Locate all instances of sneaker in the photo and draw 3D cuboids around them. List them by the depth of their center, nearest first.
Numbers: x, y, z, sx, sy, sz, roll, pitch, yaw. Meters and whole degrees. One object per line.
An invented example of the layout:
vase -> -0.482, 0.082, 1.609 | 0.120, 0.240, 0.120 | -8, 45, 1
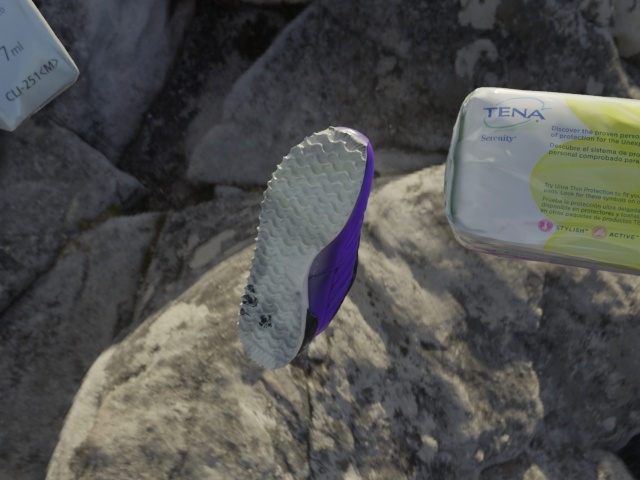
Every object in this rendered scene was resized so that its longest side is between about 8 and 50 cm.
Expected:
sneaker -> -0.001, 0.000, 0.959 | 0.102, 0.146, 0.293 | 31, 115, 22

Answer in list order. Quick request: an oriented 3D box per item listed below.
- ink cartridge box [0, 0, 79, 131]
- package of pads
ink cartridge box -> -0.288, -0.190, 0.502 | 0.060, 0.239, 0.275 | -46, 37, -22
package of pads -> 0.235, -0.023, 0.567 | 0.297, 0.229, 0.101 | 8, 88, 11
